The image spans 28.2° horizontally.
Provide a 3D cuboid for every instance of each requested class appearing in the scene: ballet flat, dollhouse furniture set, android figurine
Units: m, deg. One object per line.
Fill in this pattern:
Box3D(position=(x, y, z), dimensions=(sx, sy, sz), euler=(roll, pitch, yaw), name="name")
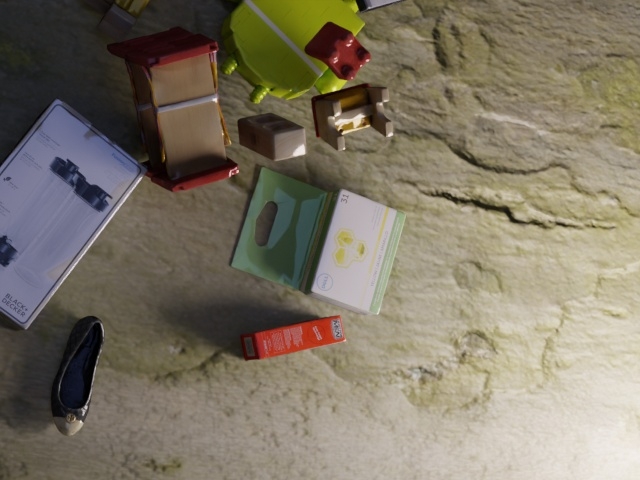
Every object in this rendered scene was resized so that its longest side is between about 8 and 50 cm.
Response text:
Box3D(position=(-0.345, 0.190, 1.807), dimensions=(0.057, 0.049, 0.173), euler=(13, 80, -19), name="ballet flat")
Box3D(position=(-0.096, -0.220, 1.865), dimensions=(0.374, 0.152, 0.201), euler=(-17, 114, -24), name="dollhouse furniture set")
Box3D(position=(-0.045, -0.331, 1.978), dimensions=(0.248, 0.056, 0.273), euler=(42, 69, -14), name="android figurine")

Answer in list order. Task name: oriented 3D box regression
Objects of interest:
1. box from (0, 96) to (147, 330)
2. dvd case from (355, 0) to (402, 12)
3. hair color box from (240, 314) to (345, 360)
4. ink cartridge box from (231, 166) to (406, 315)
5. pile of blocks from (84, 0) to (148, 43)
Box3D(position=(-0.397, -0.036, 1.789), dimensions=(0.169, 0.087, 0.290), euler=(38, 73, -14), name="box")
Box3D(position=(0.126, -0.475, 2.050), dimensions=(0.239, 0.030, 0.179), euler=(-22, 93, -35), name="dvd case")
Box3D(position=(-0.042, 0.147, 1.921), dimensions=(0.141, 0.072, 0.043), euler=(-11, 88, -22), name="hair color box")
Box3D(position=(0.000, 0.000, 1.964), dimensions=(0.235, 0.056, 0.171), euler=(21, 78, -21), name="ink cartridge box")
Box3D(position=(-0.243, -0.469, 1.863), dimensions=(0.113, 0.149, 0.362), euler=(32, 74, -16), name="pile of blocks")
